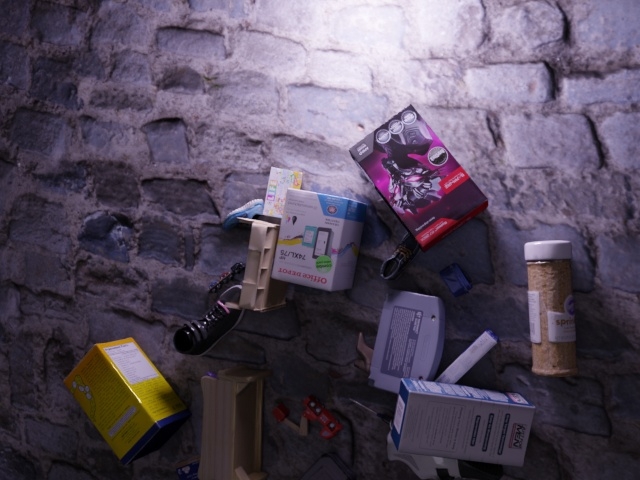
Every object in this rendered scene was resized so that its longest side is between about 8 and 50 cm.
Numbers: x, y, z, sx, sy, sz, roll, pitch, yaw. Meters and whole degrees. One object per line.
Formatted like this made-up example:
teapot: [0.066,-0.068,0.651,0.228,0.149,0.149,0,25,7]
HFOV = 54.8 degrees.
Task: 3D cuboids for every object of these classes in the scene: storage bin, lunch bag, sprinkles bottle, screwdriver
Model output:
storage bin: [0.006,0.736,1.847,0.180,0.084,0.122,-46,69,-2]
lunch bag: [0.393,0.113,1.764,0.065,0.067,0.098,-36,78,15]
sprinkles bottle: [0.618,0.179,1.654,0.121,0.121,0.356,-3,88,19]
storage bin: [-0.180,0.074,1.871,0.123,0.260,0.262,10,91,16]
screwdriver: [0.157,0.519,1.859,0.169,0.024,0.025,19,66,21]

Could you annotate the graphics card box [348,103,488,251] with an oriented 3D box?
graphics card box: [0.279,-0.181,1.784,0.232,0.094,0.371,-36,76,4]

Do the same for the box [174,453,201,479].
box: [-0.384,0.825,2.034,0.136,0.036,0.225,-25,81,17]

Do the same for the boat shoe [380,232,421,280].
boat shoe: [0.243,0.042,1.812,0.065,0.083,0.183,34,99,17]

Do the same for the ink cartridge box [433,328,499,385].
ink cartridge box: [0.411,0.337,1.735,0.046,0.097,0.207,46,102,16]

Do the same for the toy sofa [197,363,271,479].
toy sofa: [-0.267,0.582,1.940,0.177,0.150,0.363,0,88,25]

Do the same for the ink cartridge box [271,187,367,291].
ink cartridge box: [0.000,0.000,1.839,0.198,0.197,0.270,11,92,20]

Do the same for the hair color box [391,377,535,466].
hair color box: [0.379,0.487,1.660,0.347,0.105,0.174,9,97,-6]

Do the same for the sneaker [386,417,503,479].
sneaker: [0.345,0.622,1.752,0.330,0.122,0.146,17,112,18]

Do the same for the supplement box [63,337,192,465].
supplement box: [-0.639,0.524,2.051,0.195,0.194,0.356,-47,74,12]

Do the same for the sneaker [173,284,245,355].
sneaker: [-0.355,0.265,1.985,0.104,0.147,0.296,44,101,18]

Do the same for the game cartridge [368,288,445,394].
game cartridge: [0.254,0.296,1.772,0.196,0.060,0.294,8,82,40]

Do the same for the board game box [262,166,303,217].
board game box: [-0.119,-0.148,1.962,0.103,0.026,0.154,10,92,2]

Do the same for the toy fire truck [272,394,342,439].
toy fire truck: [-0.042,0.556,1.915,0.192,0.047,0.135,44,102,15]

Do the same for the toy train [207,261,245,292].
toy train: [-0.314,0.122,2.037,0.158,0.027,0.036,-39,73,14]

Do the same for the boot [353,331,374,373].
boot: [0.149,0.342,1.862,0.087,0.042,0.119,7,92,13]

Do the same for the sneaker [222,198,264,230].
sneaker: [-0.247,-0.071,2.003,0.162,0.063,0.073,-29,82,17]
